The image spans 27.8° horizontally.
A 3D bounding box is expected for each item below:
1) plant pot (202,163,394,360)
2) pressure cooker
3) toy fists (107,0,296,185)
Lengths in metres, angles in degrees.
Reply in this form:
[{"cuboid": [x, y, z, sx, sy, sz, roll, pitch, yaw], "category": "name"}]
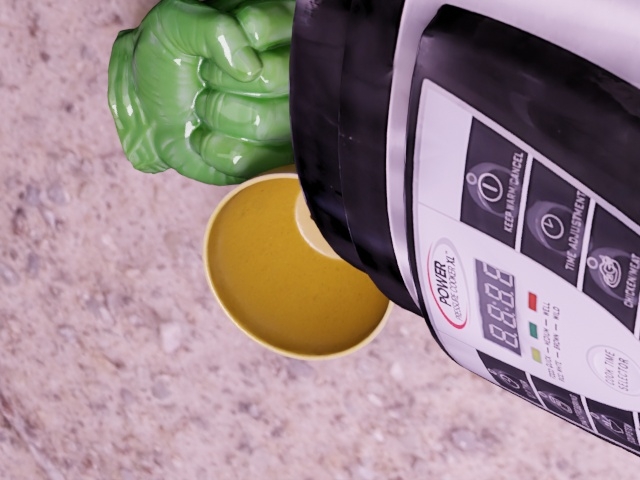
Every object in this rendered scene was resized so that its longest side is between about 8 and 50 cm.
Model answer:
[{"cuboid": [0.000, 0.000, 0.879, 0.134, 0.095, 0.134, 8, 117, 17], "category": "plant pot"}, {"cuboid": [0.188, -0.091, 0.610, 0.420, 0.375, 0.370, 24, 99, 29], "category": "pressure cooker"}, {"cuboid": [-0.084, -0.173, 0.878, 0.142, 0.096, 0.279, -6, 100, 25], "category": "toy fists"}]
